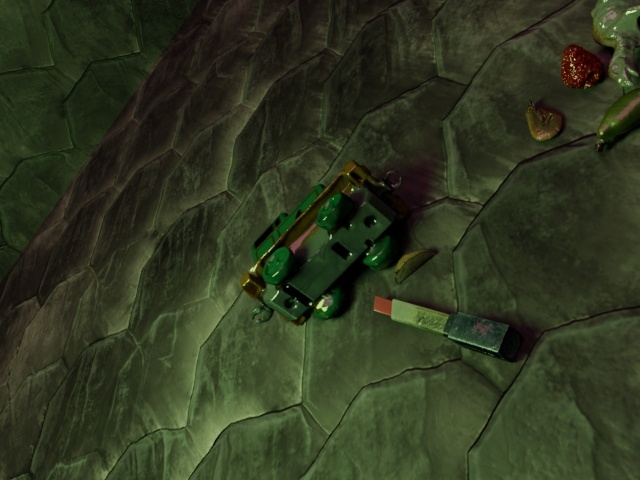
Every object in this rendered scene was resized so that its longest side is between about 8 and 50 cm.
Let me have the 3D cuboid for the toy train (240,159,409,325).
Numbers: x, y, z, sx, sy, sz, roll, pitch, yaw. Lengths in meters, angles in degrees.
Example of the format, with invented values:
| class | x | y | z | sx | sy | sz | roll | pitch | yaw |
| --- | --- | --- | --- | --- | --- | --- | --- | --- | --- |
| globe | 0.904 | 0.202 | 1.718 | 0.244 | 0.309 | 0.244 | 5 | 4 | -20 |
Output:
| class | x | y | z | sx | sy | sz | roll | pitch | yaw |
| --- | --- | --- | --- | --- | --- | --- | --- | --- | --- |
| toy train | 0.000 | 0.000 | 1.342 | 0.429 | 0.178 | 0.249 | -46 | 28 | 11 |

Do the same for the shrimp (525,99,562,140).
| class | x | y | z | sx | sy | sz | roll | pitch | yaw |
| --- | --- | --- | --- | --- | --- | --- | --- | --- | --- |
| shrimp | 0.413 | -0.225 | 1.186 | 0.059 | 0.023 | 0.108 | -19 | 49 | 24 |

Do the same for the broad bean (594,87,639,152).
| class | x | y | z | sx | sy | sz | roll | pitch | yaw |
| --- | --- | --- | --- | --- | --- | --- | --- | --- | --- |
| broad bean | 0.527 | -0.228 | 1.045 | 0.213 | 0.048 | 0.070 | -45 | 40 | 12 |

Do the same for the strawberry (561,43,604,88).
| class | x | y | z | sx | sy | sz | roll | pitch | yaw |
| --- | --- | --- | --- | --- | --- | --- | --- | --- | --- |
| strawberry | 0.461 | -0.311 | 1.151 | 0.073 | 0.083 | 0.073 | -37 | 34 | 30 |

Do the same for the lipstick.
| class | x | y | z | sx | sy | sz | roll | pitch | yaw |
| --- | --- | --- | --- | --- | --- | --- | --- | --- | --- |
| lipstick | 0.198 | 0.142 | 1.115 | 0.312 | 0.051 | 0.051 | 11 | 73 | 50 |

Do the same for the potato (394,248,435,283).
| class | x | y | z | sx | sy | sz | roll | pitch | yaw |
| --- | --- | --- | --- | --- | --- | --- | --- | --- | --- |
| potato | 0.171 | 0.037 | 1.233 | 0.093 | 0.037 | 0.036 | -41 | 35 | 18 |

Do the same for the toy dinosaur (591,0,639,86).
| class | x | y | z | sx | sy | sz | roll | pitch | yaw |
| --- | --- | --- | --- | --- | --- | --- | --- | --- | --- |
| toy dinosaur | 0.571 | -0.450 | 1.140 | 0.206 | 0.092 | 0.392 | -30 | 47 | 36 |
